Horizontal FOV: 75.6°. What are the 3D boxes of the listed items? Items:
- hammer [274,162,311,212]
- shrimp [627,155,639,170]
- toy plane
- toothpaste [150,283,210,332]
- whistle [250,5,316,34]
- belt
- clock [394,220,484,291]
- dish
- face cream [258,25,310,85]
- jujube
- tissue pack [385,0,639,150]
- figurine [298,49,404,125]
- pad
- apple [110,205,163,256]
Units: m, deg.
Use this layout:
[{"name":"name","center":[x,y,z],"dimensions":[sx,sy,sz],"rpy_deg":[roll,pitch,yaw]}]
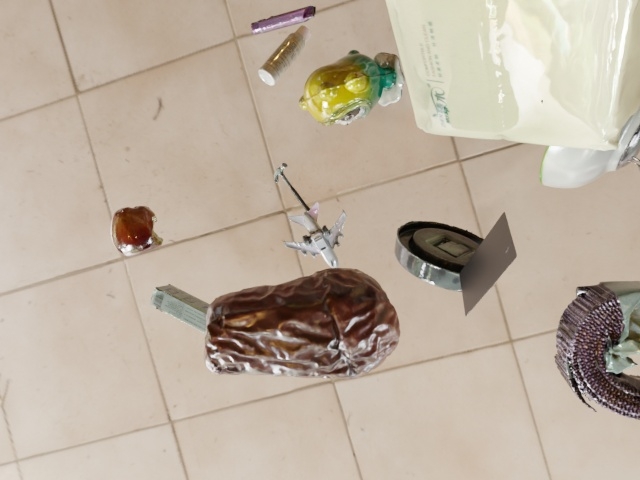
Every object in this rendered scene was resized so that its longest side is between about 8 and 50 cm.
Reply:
[{"name":"hammer","center":[-0.125,-0.223,1.861],"dimensions":[0.103,0.029,0.246],"rpy_deg":[-39,84,39]},{"name":"shrimp","center":[0.585,-0.085,0.652],"dimensions":[0.190,0.074,0.073],"rpy_deg":[42,111,31]},{"name":"toy plane","center":[0.000,0.000,0.966],"dimensions":[0.162,0.065,0.171],"rpy_deg":[-27,103,10]},{"name":"toothpaste","center":[-0.363,0.231,1.269],"dimensions":[0.336,0.081,0.067],"rpy_deg":[23,99,16]},{"name":"whistle","center":[-0.095,-0.554,1.039],"dimensions":[0.176,0.033,0.033],"rpy_deg":[-5,91,18]},{"name":"belt","center":[0.633,0.207,0.786],"dimensions":[0.324,0.122,0.261],"rpy_deg":[-3,95,14]},{"name":"clock","center":[0.447,0.047,1.456],"dimensions":[0.385,0.386,0.077],"rpy_deg":[13,118,5]},{"name":"dish","center":[0.562,-0.231,0.779],"dimensions":[0.124,0.324,0.324],"rpy_deg":[35,94,31]},{"name":"face cream","center":[-0.131,-0.721,1.594],"dimensions":[0.082,0.082,0.269],"rpy_deg":[35,75,3]},{"name":"jujube","center":[-0.038,0.157,0.746],"dimensions":[0.341,0.216,0.217],"rpy_deg":[-7,91,-12]},{"name":"tissue pack","center":[0.239,-0.313,0.488],"dimensions":[0.297,0.380,0.207],"rpy_deg":[20,63,40]},{"name":"figurine","center":[0.095,-0.517,1.397],"dimensions":[0.339,0.323,0.232],"rpy_deg":[-26,105,-29]},{"name":"pad","center":[0.436,0.069,1.092],"dimensions":[0.009,0.160,0.265],"rpy_deg":[13,136,-3]},{"name":"apple","center":[-0.607,-0.033,1.343],"dimensions":[0.147,0.156,0.158],"rpy_deg":[-29,107,-33]}]
